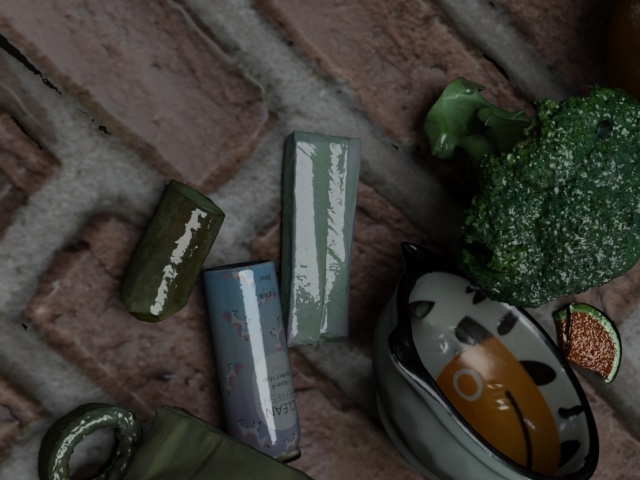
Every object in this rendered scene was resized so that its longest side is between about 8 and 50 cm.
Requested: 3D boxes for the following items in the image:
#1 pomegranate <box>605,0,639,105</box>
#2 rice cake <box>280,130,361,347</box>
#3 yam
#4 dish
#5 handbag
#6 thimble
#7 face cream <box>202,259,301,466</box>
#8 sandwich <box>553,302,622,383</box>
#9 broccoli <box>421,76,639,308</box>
[{"bbox_3d":[0.520,-0.202,1.326,0.417,0.417,0.416,0,89,-23],"label":"pomegranate"},{"bbox_3d":[-0.001,0.001,1.287,0.080,0.042,0.221,4,86,-28],"label":"rice cake"},{"bbox_3d":[-0.144,0.013,1.212,0.070,0.070,0.146,27,78,-21],"label":"yam"},{"bbox_3d":[0.144,0.159,1.270,0.303,0.303,0.120,32,122,-23],"label":"dish"},{"bbox_3d":[-0.109,0.318,1.094,0.109,0.253,0.315,12,107,-55],"label":"handbag"},{"bbox_3d":[-0.214,0.201,1.179,0.110,0.062,0.084,-46,106,-17],"label":"thimble"},{"bbox_3d":[-0.065,0.137,1.239,0.075,0.075,0.229,-11,94,-23],"label":"face cream"},{"bbox_3d":[0.306,0.112,1.427,0.101,0.026,0.069,30,82,-17],"label":"sandwich"},{"bbox_3d":[0.222,-0.067,1.283,0.270,0.270,0.270,-39,68,-19],"label":"broccoli"}]
